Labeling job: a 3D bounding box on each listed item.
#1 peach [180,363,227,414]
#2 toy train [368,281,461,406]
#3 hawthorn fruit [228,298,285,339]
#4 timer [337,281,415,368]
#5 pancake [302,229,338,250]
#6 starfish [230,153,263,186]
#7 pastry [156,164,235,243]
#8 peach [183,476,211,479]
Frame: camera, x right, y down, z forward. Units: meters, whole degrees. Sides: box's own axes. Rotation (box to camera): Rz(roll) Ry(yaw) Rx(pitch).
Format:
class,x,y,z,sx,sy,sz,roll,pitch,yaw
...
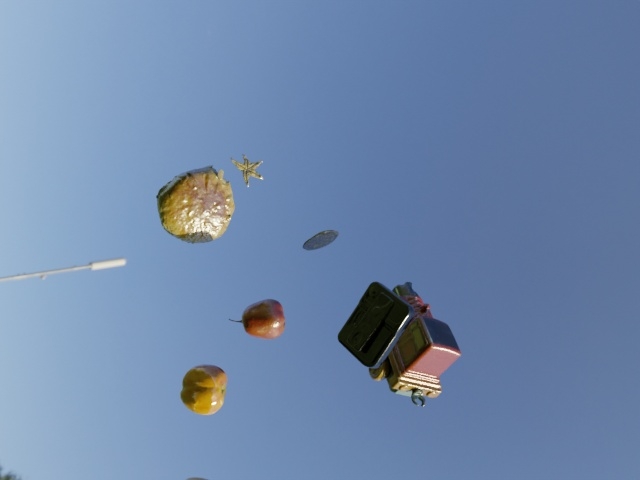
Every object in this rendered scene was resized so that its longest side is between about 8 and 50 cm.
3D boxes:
class,x,y,z,sx,sy,sz,roll,pitch,yaw
peach,-0.331,0.420,1.378,0.138,0.138,0.137,8,-78,42
toy train,0.243,0.276,1.354,0.231,0.163,0.369,-52,-148,29
hawthorn fruit,-0.234,0.296,1.811,0.163,0.204,0.162,171,-90,-78
timer,0.132,0.208,1.210,0.144,0.055,0.187,37,-83,42
pancake,0.001,0.001,1.426,0.115,0.115,0.011,-42,-120,39
starfish,-0.177,-0.170,1.170,0.016,0.092,0.086,-41,-152,50
pastry,-0.485,-0.132,1.949,0.136,0.330,0.329,17,-71,56
peach,-0.320,0.691,1.236,0.103,0.179,0.179,91,-26,-73
